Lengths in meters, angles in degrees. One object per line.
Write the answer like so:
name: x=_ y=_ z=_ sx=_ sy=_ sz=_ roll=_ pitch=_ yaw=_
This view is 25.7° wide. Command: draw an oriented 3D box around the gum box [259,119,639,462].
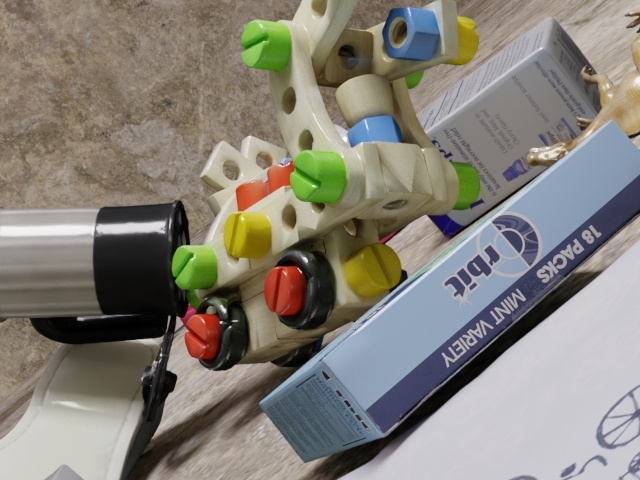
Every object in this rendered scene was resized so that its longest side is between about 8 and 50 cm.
gum box: x=0.054 y=0.031 z=0.626 sx=0.157 sy=0.041 sz=0.184 roll=-38 pitch=-3 yaw=-15

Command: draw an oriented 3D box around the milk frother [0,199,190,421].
milk frother: x=-0.162 y=0.049 z=0.976 sx=0.135 sy=0.129 sz=0.143 roll=-2 pitch=32 yaw=4

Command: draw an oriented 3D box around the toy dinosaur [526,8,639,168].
toy dinosaur: x=0.209 y=-0.102 z=0.866 sx=0.183 sy=0.053 sz=0.092 roll=-42 pitch=20 yaw=27

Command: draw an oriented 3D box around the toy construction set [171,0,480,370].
toy construction set: x=-0.016 y=-0.036 z=0.908 sx=0.151 sy=0.215 sz=0.328 roll=-4 pitch=-17 yaw=-21

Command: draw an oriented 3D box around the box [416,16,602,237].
box: x=0.128 y=-0.083 z=0.999 sx=0.137 sy=0.072 sz=0.126 roll=-36 pitch=8 yaw=20

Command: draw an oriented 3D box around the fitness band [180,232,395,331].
fitness band: x=0.000 y=0.000 z=1.254 sx=0.291 sy=0.054 sz=0.209 roll=-36 pitch=5 yaw=18

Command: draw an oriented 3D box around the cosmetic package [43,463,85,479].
cosmetic package: x=-0.155 y=0.200 z=0.488 sx=0.238 sy=0.107 sz=0.127 roll=-41 pitch=11 yaw=11

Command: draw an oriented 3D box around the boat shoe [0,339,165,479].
boat shoe: x=-0.187 y=0.182 z=0.964 sx=0.319 sy=0.116 sz=0.099 roll=-62 pitch=-20 yaw=-57

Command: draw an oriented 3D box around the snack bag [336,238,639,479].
snack bag: x=0.127 y=0.028 z=0.372 sx=0.342 sy=0.037 sz=0.323 roll=-39 pitch=6 yaw=10

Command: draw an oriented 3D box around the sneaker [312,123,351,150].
sneaker: x=0.003 y=-0.049 z=1.453 sx=0.091 sy=0.094 sz=0.258 roll=-52 pitch=1 yaw=-12
